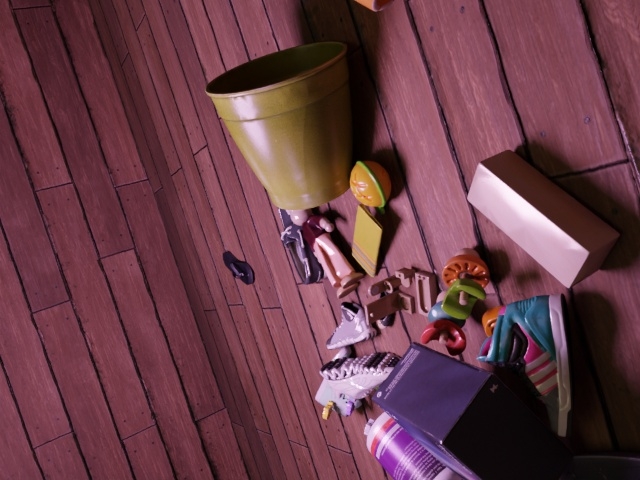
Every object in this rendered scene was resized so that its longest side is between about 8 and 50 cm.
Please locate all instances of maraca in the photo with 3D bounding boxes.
[{"bbox_3d":[0.130,-0.135,1.546,0.127,0.099,0.186,58,174,25],"label":"maraca"}]

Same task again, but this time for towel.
[{"bbox_3d":[0.130,0.004,1.651,0.102,0.021,0.237,49,157,27],"label":"towel"}]

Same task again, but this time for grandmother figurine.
[{"bbox_3d":[0.000,0.000,1.833,0.342,0.104,0.208,55,145,22],"label":"grandmother figurine"}]

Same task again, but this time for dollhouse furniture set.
[{"bbox_3d":[0.205,0.154,1.557,0.151,0.123,0.144,20,124,54],"label":"dollhouse furniture set"}]

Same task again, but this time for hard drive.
[{"bbox_3d":[0.595,0.495,1.183,0.254,0.054,0.172,-36,76,59],"label":"hard drive"}]

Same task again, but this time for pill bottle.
[{"bbox_3d":[0.285,0.611,1.639,0.323,0.181,0.182,41,140,41],"label":"pill bottle"}]

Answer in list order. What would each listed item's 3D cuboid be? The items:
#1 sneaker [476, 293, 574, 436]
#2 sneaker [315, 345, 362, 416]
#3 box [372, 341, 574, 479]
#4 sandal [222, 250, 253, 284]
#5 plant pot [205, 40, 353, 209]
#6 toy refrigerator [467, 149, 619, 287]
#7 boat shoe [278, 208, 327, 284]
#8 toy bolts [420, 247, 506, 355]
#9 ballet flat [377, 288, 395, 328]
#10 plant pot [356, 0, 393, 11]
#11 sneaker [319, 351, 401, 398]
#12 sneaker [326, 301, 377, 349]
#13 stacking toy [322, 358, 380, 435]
[{"bbox_3d":[0.409,0.252,1.208,0.178,0.123,0.296,-4,102,26],"label":"sneaker"},{"bbox_3d":[0.090,0.468,1.994,0.151,0.094,0.256,29,121,18],"label":"sneaker"},{"bbox_3d":[0.316,0.400,1.303,0.296,0.183,0.294,44,166,-18],"label":"box"},{"bbox_3d":[-0.357,0.125,2.542,0.254,0.054,0.097,26,129,51],"label":"sandal"},{"bbox_3d":[-0.063,-0.283,1.568,0.366,0.366,0.353,23,138,52],"label":"plant pot"},{"bbox_3d":[0.411,-0.048,1.132,0.269,0.094,0.102,49,151,33],"label":"toy refrigerator"},{"bbox_3d":[-0.074,-0.001,1.961,0.303,0.091,0.114,61,149,15],"label":"boat shoe"},{"bbox_3d":[0.344,0.145,1.366,0.218,0.159,0.229,27,133,-6],"label":"toy bolts"},{"bbox_3d":[0.176,0.181,1.697,0.057,0.049,0.173,40,139,43],"label":"ballet flat"},{"bbox_3d":[0.090,-0.592,1.258,0.188,0.205,0.205,46,145,10],"label":"plant pot"},{"bbox_3d":[0.136,0.408,1.798,0.292,0.110,0.119,-16,98,41],"label":"sneaker"},{"bbox_3d":[0.082,0.259,1.882,0.228,0.086,0.132,-29,77,50],"label":"sneaker"},{"bbox_3d":[0.099,0.501,1.917,0.166,0.052,0.221,16,115,20],"label":"stacking toy"}]
